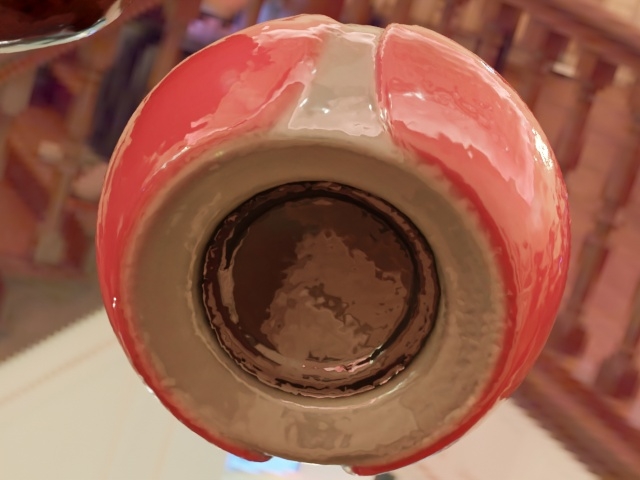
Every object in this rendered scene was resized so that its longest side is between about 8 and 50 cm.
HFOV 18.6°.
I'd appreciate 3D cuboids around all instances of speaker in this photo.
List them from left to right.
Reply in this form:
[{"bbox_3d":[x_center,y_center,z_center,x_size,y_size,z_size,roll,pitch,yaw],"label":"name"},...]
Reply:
[{"bbox_3d":[0.000,0.000,1.219,0.294,0.294,0.294,16,17,-5],"label":"speaker"}]

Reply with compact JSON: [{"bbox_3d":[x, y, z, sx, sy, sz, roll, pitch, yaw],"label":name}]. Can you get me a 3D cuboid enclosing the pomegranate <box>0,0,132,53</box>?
[{"bbox_3d":[-0.235,-0.277,1.251,0.291,0.323,0.291,-3,15,1],"label":"pomegranate"}]
